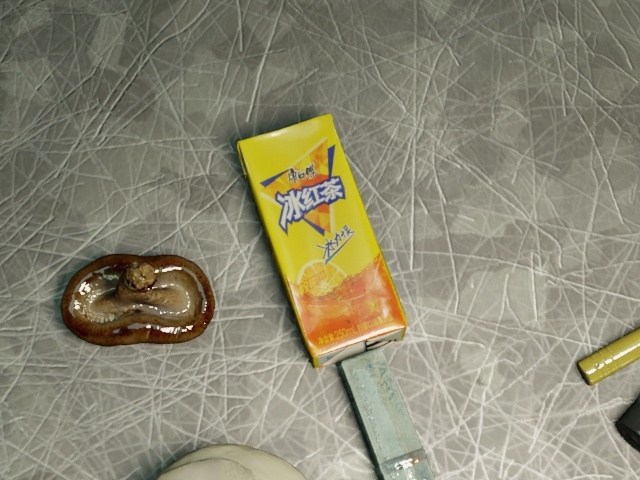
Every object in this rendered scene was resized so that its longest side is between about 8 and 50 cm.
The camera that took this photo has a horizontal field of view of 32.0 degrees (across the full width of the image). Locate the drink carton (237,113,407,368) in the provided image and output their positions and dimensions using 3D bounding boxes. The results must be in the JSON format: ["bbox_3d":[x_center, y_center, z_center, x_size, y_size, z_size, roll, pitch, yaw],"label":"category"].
[{"bbox_3d":[0.000,0.000,1.668,0.154,0.111,0.351,-18,75,-6],"label":"drink carton"}]

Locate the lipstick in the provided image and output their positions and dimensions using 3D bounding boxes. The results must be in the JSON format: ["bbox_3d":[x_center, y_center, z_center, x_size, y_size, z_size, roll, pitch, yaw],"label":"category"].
[{"bbox_3d":[0.106,0.297,1.599,0.076,0.077,0.290,-21,74,-6],"label":"lipstick"}]

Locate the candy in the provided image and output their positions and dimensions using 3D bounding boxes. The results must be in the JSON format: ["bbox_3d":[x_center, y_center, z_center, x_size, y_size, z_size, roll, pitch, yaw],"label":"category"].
[{"bbox_3d":[-0.128,0.415,1.513,0.295,0.185,0.295,-1,84,13],"label":"candy"}]

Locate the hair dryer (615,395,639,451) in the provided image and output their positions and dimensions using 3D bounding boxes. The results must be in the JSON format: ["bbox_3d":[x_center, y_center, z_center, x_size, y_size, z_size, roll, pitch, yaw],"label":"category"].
[{"bbox_3d":[0.543,0.299,1.609,0.124,0.071,0.219,-41,85,-11],"label":"hair dryer"}]

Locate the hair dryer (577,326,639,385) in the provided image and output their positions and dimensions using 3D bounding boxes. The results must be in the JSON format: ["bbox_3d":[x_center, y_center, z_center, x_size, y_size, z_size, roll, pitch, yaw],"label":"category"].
[{"bbox_3d":[0.505,0.128,1.630,0.278,0.135,0.090,-30,75,2],"label":"hair dryer"}]

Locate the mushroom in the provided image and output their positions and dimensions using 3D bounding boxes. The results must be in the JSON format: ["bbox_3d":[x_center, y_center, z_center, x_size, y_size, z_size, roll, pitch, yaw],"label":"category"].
[{"bbox_3d":[-0.272,0.070,1.592,0.227,0.217,0.148,-9,75,-2],"label":"mushroom"}]
